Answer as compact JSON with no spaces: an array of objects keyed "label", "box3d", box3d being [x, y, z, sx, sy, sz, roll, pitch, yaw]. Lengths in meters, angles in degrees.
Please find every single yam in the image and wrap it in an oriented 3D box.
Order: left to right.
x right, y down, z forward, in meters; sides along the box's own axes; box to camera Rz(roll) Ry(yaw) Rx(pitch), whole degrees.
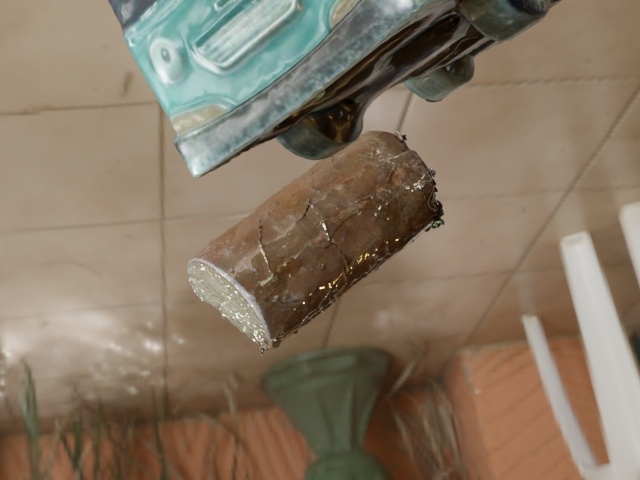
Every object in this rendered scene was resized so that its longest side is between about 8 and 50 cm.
[{"label":"yam","box3d":[-0.001,-0.001,0.647,0.141,0.079,0.079,-38,165,-23]}]

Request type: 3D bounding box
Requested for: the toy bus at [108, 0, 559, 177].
[{"label":"toy bus","box3d":[0.026,-0.130,0.455,0.128,0.147,0.256,-33,179,36]}]
